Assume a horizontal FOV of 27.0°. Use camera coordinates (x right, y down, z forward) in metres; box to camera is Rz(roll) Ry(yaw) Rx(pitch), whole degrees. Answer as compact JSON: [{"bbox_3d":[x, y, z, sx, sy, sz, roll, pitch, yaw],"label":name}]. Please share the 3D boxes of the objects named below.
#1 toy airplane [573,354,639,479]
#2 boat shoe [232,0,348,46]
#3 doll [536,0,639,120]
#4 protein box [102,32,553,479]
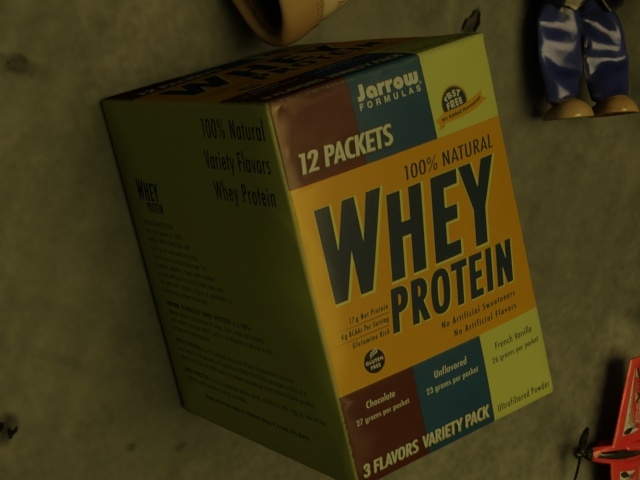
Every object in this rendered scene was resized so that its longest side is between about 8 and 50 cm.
[{"bbox_3d":[0.250,0.156,1.027,0.151,0.028,0.151,-5,100,-32],"label":"toy airplane"},{"bbox_3d":[-0.069,-0.264,0.721,0.110,0.121,0.341,-44,117,-21],"label":"boat shoe"},{"bbox_3d":[0.186,-0.181,0.934,0.129,0.046,0.189,-7,93,-22],"label":"doll"},{"bbox_3d":[0.000,0.000,0.749,0.136,0.200,0.201,-21,106,-29],"label":"protein box"}]
